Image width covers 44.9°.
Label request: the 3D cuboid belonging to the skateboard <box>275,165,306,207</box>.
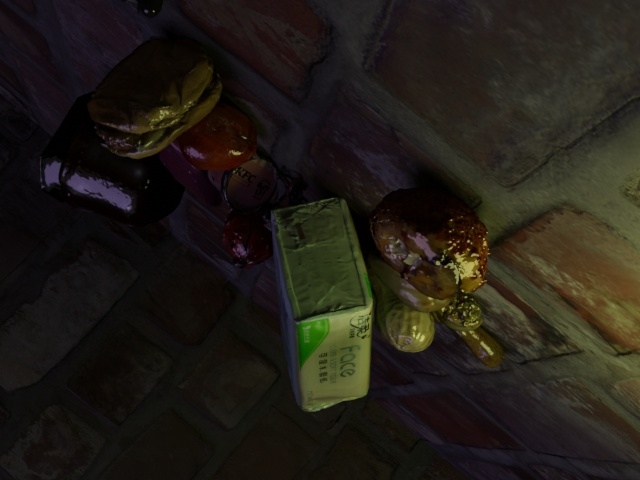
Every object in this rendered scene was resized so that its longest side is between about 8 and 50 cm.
[{"bbox_3d":[-0.076,-0.126,1.913,0.080,0.067,0.151,47,161,11],"label":"skateboard"}]

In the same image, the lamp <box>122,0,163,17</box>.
[{"bbox_3d":[-0.361,-0.497,1.310,0.197,0.198,0.244,32,172,24],"label":"lamp"}]

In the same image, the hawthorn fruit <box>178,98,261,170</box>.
[{"bbox_3d":[-0.236,-0.241,1.769,0.173,0.179,0.174,171,90,-70],"label":"hawthorn fruit"}]

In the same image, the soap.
[{"bbox_3d":[-0.331,-0.220,2.097,0.220,0.127,0.325,41,165,2],"label":"soap"}]

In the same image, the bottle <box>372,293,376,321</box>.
[{"bbox_3d":[0.095,0.155,2.256,0.253,0.080,0.096,30,-160,32],"label":"bottle"}]

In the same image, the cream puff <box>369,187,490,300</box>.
[{"bbox_3d":[0.206,-0.001,1.411,0.240,0.164,0.240,44,156,25],"label":"cream puff"}]

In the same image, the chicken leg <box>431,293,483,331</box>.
[{"bbox_3d":[0.277,0.139,1.792,0.227,0.088,0.103,32,174,45],"label":"chicken leg"}]

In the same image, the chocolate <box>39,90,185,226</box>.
[{"bbox_3d":[-0.567,-0.205,2.278,0.331,0.384,0.384,29,162,15],"label":"chocolate"}]

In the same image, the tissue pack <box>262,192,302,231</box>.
[{"bbox_3d":[-0.054,-0.035,2.009,0.170,0.103,0.090,36,159,12],"label":"tissue pack"}]

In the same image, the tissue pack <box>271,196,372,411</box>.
[{"bbox_3d":[0.003,0.155,1.830,0.405,0.205,0.332,90,167,-51],"label":"tissue pack"}]

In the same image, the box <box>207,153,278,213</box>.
[{"bbox_3d":[-0.204,-0.161,1.938,0.135,0.151,0.151,36,166,44],"label":"box"}]

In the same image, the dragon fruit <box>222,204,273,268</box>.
[{"bbox_3d":[-0.197,-0.020,2.238,0.172,0.210,0.172,-4,158,-2],"label":"dragon fruit"}]

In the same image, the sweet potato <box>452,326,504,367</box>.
[{"bbox_3d":[0.357,0.222,1.869,0.233,0.062,0.081,44,166,-4],"label":"sweet potato"}]

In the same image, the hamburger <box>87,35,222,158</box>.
[{"bbox_3d":[-0.350,-0.295,1.630,0.259,0.283,0.145,33,156,37],"label":"hamburger"}]

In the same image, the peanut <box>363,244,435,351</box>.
[{"bbox_3d":[0.169,0.132,1.786,0.120,0.136,0.298,25,-145,-43],"label":"peanut"}]

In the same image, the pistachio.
[{"bbox_3d":[0.198,0.067,1.679,0.206,0.129,0.131,40,176,23],"label":"pistachio"}]
